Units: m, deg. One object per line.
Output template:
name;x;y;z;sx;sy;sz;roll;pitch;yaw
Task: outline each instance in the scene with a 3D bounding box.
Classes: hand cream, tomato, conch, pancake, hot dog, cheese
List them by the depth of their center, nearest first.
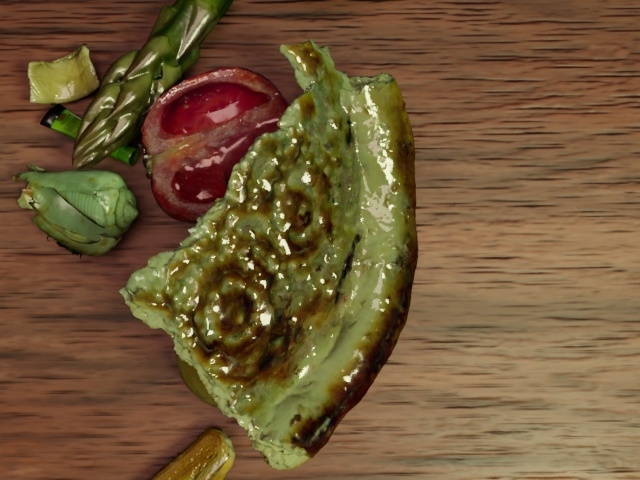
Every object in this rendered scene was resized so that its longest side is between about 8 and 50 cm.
pancake;0.003;0.004;0.616;0.305;0.067;0.426;43;67;-34
hot dog;-0.178;0.302;0.678;0.216;0.047;0.066;-44;49;-4
tomato;-0.108;-0.096;0.684;0.173;0.099;0.189;-18;65;-2
conch;-0.290;-0.035;0.701;0.170;0.079;0.105;11;78;17
cheese;-0.315;-0.198;0.729;0.084;0.041;0.060;-20;92;-17
hand cream;-0.279;-0.128;0.730;0.122;0.023;0.036;28;65;4

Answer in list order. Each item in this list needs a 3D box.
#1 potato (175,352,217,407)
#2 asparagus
potato;-0.080;0.059;0.671;0.160;0.111;0.271;22;86;0
asparagus;-0.203;-0.197;0.710;0.080;0.080;0.287;30;76;3
